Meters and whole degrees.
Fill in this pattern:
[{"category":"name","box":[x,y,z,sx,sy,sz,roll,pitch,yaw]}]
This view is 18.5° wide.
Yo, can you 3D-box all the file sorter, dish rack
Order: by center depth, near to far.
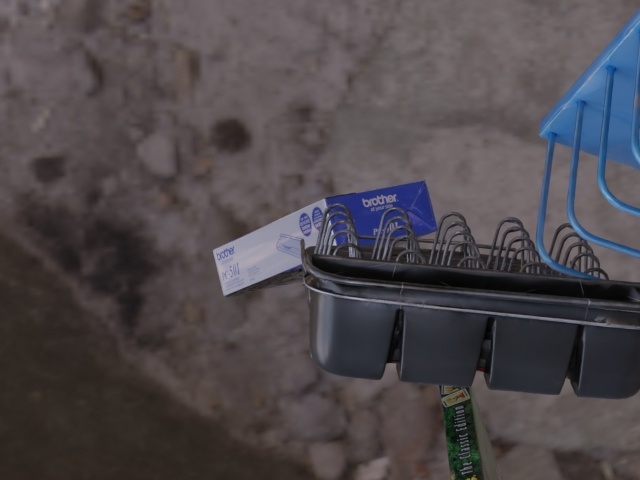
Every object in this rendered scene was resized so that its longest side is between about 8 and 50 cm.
[{"category":"file sorter","box":[0.208,-0.049,1.102,0.170,0.118,0.104,127,157,-56]},{"category":"dish rack","box":[0.085,0.025,1.203,0.208,0.271,0.074,6,105,-4]}]

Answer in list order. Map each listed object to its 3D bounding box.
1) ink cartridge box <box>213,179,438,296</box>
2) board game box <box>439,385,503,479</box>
[{"category":"ink cartridge box","box":[0.000,0.000,1.616,0.207,0.097,0.046,-24,79,59]},{"category":"board game box","box":[0.123,0.215,1.447,0.030,0.259,0.136,-18,113,8]}]
